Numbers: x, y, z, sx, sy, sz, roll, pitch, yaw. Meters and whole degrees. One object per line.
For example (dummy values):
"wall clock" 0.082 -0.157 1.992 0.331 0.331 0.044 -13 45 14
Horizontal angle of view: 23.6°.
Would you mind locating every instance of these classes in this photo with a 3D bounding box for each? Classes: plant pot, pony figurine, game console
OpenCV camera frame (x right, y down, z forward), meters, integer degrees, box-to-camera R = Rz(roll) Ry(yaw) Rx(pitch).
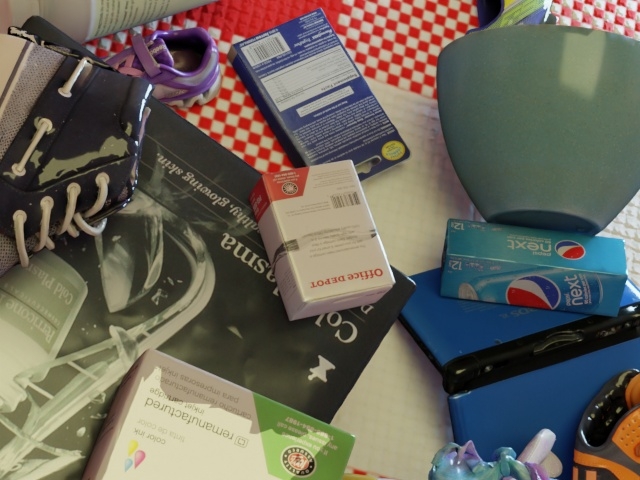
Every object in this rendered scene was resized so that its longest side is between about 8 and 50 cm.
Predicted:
"plant pot" 0.273 -0.110 1.816 0.290 0.290 0.195 11 75 -14
"pony figurine" 0.154 0.324 1.583 0.363 0.351 0.302 0 70 6
"game console" 0.249 0.151 1.835 0.293 0.173 0.250 -14 43 -23

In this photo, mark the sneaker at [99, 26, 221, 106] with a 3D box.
"sneaker" -0.216 -0.193 1.777 0.236 0.104 0.095 -20 78 -23

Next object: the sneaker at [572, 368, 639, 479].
"sneaker" 0.437 0.230 1.777 0.321 0.124 0.180 -11 101 -23

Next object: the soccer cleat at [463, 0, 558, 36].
"soccer cleat" 0.265 -0.351 2.011 0.121 0.093 0.289 21 63 -2

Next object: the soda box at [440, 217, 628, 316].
"soda box" 0.247 0.032 1.791 0.210 0.067 0.071 6 39 2

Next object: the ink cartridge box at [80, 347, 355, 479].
"ink cartridge box" -0.115 0.264 1.293 0.201 0.117 0.278 24 65 -9

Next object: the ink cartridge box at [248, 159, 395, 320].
"ink cartridge box" 0.000 0.000 1.472 0.099 0.056 0.135 -10 71 -24

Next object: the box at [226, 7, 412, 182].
"box" 0.000 -0.164 1.875 0.136 0.036 0.225 -26 77 -25

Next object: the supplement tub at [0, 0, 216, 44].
"supplement tub" -0.246 -0.358 1.760 0.325 0.235 0.235 -22 77 -25

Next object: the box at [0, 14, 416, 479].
"box" -0.247 0.126 1.534 0.480 0.297 0.471 35 64 -2

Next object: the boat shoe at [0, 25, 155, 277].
"boat shoe" -0.254 -0.031 1.354 0.158 0.127 0.340 16 63 -2
